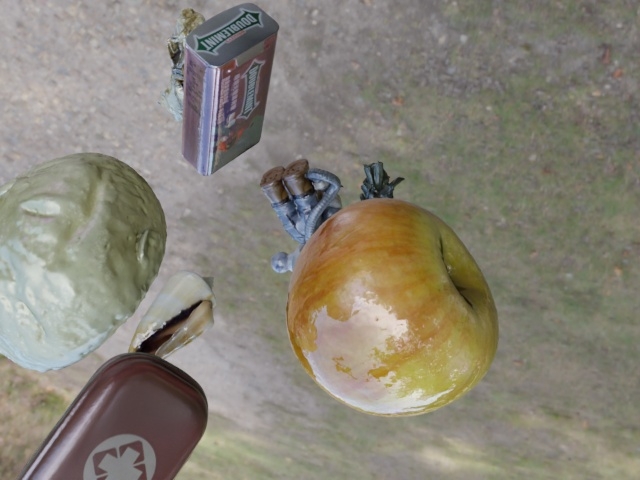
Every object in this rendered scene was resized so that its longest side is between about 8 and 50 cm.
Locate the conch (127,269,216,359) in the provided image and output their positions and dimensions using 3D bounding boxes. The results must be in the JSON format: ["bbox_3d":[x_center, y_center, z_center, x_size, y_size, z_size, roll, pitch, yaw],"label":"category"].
[{"bbox_3d":[-0.314,0.180,1.793,0.158,0.255,0.127,34,167,29],"label":"conch"}]

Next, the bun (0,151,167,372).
[{"bbox_3d":[-0.269,0.015,0.789,0.244,0.243,0.153,-9,143,38],"label":"bun"}]

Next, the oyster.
[{"bbox_3d":[-0.192,-0.260,1.341,0.162,0.107,0.232,-15,141,-9],"label":"oyster"}]

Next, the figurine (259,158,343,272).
[{"bbox_3d":[-0.003,0.000,1.799,0.261,0.186,0.381,-11,120,29],"label":"figurine"}]

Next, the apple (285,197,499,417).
[{"bbox_3d":[0.089,0.091,1.055,0.233,0.286,0.286,-34,125,25],"label":"apple"}]

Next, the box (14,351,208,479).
[{"bbox_3d":[-0.381,0.398,1.489,0.263,0.403,0.108,40,170,-31],"label":"box"}]

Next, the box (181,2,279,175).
[{"bbox_3d":[-0.122,-0.190,1.064,0.069,0.120,0.224,42,152,16],"label":"box"}]

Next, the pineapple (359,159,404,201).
[{"bbox_3d":[0.100,-0.038,1.631,0.128,0.247,0.128,12,156,6],"label":"pineapple"}]
